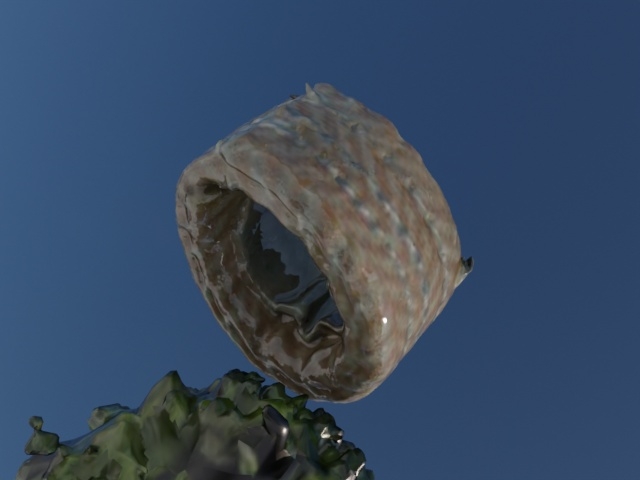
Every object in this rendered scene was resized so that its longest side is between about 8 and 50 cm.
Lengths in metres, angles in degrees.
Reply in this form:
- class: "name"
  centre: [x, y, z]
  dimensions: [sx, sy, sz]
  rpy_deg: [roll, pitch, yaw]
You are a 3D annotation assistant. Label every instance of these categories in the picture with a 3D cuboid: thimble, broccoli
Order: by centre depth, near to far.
- class: "broccoli"
  centre: [-0.112, 0.254, 0.484]
  dimensions: [0.293, 0.281, 0.348]
  rpy_deg: [44, -77, 12]
- class: "thimble"
  centre: [-0.001, 0.005, 0.582]
  dimensions: [0.196, 0.148, 0.229]
  rpy_deg: [-22, -76, 48]
